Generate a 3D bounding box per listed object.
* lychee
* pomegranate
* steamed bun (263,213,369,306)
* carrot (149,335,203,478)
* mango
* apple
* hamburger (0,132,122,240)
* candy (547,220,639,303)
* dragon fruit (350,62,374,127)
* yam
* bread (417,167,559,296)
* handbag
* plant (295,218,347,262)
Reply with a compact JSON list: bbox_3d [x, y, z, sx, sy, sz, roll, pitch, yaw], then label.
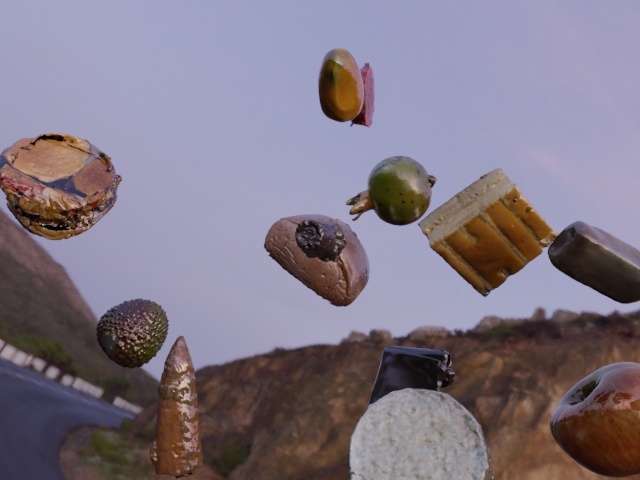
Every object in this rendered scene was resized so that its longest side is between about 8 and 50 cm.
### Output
[{"bbox_3d":[-0.428,0.211,1.690,0.171,0.171,0.171,25,-20,10],"label":"lychee"},{"bbox_3d":[0.199,-0.121,2.030,0.198,0.246,0.198,42,-25,25],"label":"pomegranate"},{"bbox_3d":[0.011,0.032,2.010,0.301,0.199,0.251,36,2,11],"label":"steamed bun"},{"bbox_3d":[-0.270,0.315,1.403,0.101,0.263,0.102,0,-3,0],"label":"carrot"},{"bbox_3d":[0.036,-0.303,1.415,0.089,0.115,0.165,2,-45,15],"label":"mango"},{"bbox_3d":[0.734,0.451,1.789,0.250,0.277,0.309,48,-48,2],"label":"apple"},{"bbox_3d":[-0.504,-0.111,1.405,0.231,0.231,0.107,27,-45,6],"label":"hamburger"},{"bbox_3d":[0.586,0.047,1.506,0.234,0.102,0.104,29,-54,-15],"label":"candy"},{"bbox_3d":[0.069,-0.347,1.752,0.110,0.153,0.153,2,-25,9],"label":"dragon fruit"},{"bbox_3d":[0.164,0.377,1.086,0.241,0.241,0.348,18,-28,28],"label":"yam"},{"bbox_3d":[0.394,-0.015,1.684,0.246,0.239,0.111,42,19,-36],"label":"bread"},{"bbox_3d":[0.254,0.443,2.084,0.113,0.285,0.257,35,-26,-31],"label":"handbag"},{"bbox_3d":[0.000,0.000,1.622,0.092,0.095,0.143,-6,-9,23],"label":"plant"}]
